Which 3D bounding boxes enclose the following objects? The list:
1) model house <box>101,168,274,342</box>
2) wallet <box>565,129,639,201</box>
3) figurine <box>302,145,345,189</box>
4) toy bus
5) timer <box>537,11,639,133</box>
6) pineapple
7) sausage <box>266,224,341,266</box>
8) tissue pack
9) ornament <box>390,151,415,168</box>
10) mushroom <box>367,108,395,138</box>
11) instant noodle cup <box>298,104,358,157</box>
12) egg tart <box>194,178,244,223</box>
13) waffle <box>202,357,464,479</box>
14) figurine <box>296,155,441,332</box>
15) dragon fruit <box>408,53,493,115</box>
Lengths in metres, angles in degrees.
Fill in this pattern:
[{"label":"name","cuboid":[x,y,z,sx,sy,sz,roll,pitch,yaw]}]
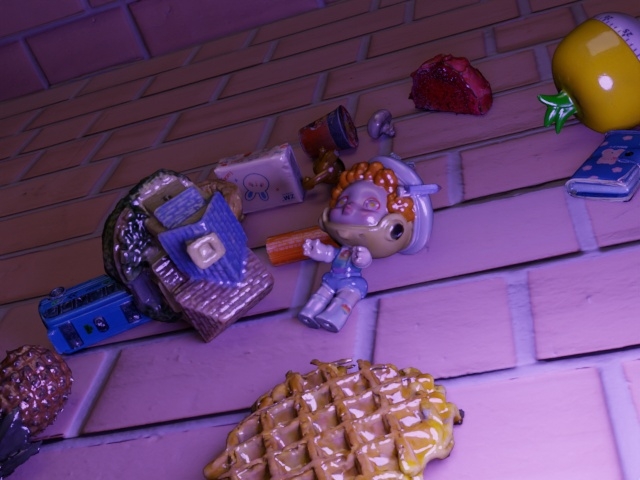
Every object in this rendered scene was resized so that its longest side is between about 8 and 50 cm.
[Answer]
[{"label":"model house","cuboid":[-0.265,0.052,1.703,0.261,0.321,0.266,-39,34,-18]},{"label":"wallet","cuboid":[0.611,-0.157,1.726,0.141,0.059,0.202,11,41,42]},{"label":"figurine","cuboid":[0.005,-0.169,2.124,0.122,0.121,0.176,-33,11,0]},{"label":"toy bus","cuboid":[-0.494,0.153,1.871,0.246,0.114,0.134,-22,34,-5]},{"label":"timer","cuboid":[0.601,-0.341,1.860,0.285,0.285,0.285,-16,29,9]},{"label":"pineapple","cuboid":[-0.584,0.366,1.552,0.165,0.166,0.365,-9,39,22]},{"label":"sausage","cuboid":[0.000,0.000,1.850,0.234,0.071,0.071,-14,29,14]},{"label":"tissue pack","cuboid":[-0.149,-0.154,2.136,0.196,0.148,0.092,-13,32,15]},{"label":"ornament","cuboid":[0.198,-0.178,2.061,0.092,0.041,0.068,21,54,39]},{"label":"mushroom","cuboid":[0.171,-0.311,2.287,0.079,0.085,0.085,31,52,21]},{"label":"instant noodle cup","cuboid":[0.018,-0.289,2.303,0.135,0.127,0.127,-19,27,21]},{"label":"egg tart","cuboid":[-0.293,-0.030,2.046,0.278,0.095,0.279,-20,44,21]},{"label":"waffle","cuboid":[0.009,0.314,1.289,0.379,0.095,0.382,-3,31,34]},{"label":"figurine","cuboid":[0.073,0.014,1.695,0.224,0.205,0.382,24,71,48]},{"label":"dragon fruit","cuboid":[0.360,-0.425,2.292,0.189,0.163,0.261,-8,14,-41]}]
